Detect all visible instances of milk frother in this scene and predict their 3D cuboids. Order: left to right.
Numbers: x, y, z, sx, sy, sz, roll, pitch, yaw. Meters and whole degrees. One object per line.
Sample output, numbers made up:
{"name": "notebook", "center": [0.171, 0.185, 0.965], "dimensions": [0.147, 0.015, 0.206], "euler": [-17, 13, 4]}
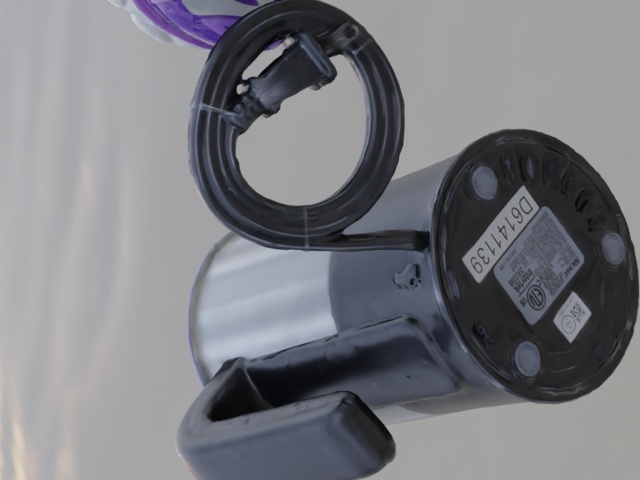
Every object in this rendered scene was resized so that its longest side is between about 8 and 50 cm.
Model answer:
{"name": "milk frother", "center": [0.000, 0.000, 0.600], "dimensions": [0.134, 0.129, 0.143], "euler": [-19, 96, 51]}

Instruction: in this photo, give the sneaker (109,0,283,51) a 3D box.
{"name": "sneaker", "center": [-0.025, -0.096, 0.511], "dimensions": [0.071, 0.068, 0.170], "euler": [35, 165, 23]}
